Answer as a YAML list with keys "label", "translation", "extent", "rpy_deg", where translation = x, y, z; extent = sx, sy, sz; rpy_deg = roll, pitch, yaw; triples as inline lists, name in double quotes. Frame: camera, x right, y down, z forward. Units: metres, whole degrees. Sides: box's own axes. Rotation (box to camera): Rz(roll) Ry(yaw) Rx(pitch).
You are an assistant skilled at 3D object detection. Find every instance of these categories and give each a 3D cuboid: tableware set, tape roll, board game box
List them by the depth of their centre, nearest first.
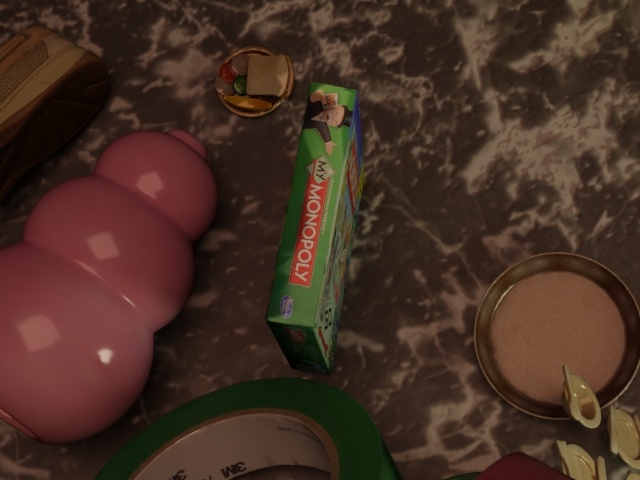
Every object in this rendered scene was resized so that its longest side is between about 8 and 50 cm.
- label: "tape roll"
  translation: [-0.080, 0.265, 1.576]
  extent: [0.321, 0.077, 0.321]
  rpy_deg: [-17, 34, 12]
- label: "board game box"
  translation: [0.000, 0.000, 1.601]
  extent: [0.046, 0.317, 0.214]
  rpy_deg: [10, 80, 5]
- label: "tableware set"
  translation: [0.273, 0.202, 1.619]
  extent: [0.020, 0.168, 0.141]
  rpy_deg: [-33, 44, 32]

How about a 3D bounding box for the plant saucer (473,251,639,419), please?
- label: "plant saucer"
  translation: [0.237, 0.096, 1.710]
  extent: [0.168, 0.029, 0.168]
  rpy_deg: [-1, 79, 4]

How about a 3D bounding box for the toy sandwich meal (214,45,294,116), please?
- label: "toy sandwich meal"
  translation: [-0.069, -0.168, 1.789]
  extent: [0.085, 0.029, 0.086]
  rpy_deg: [-1, 78, 5]

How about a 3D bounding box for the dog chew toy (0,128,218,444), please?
- label: "dog chew toy"
  translation: [-0.220, 0.032, 1.682]
  extent: [0.206, 0.206, 0.332]
  rpy_deg: [30, 74, 10]

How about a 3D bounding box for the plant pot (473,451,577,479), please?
- label: "plant pot"
  translation: [0.197, 0.283, 1.447]
  extent: [0.180, 0.201, 0.201]
  rpy_deg: [39, 84, 26]

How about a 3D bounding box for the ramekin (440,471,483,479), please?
- label: "ramekin"
  translation: [0.164, 0.363, 1.599]
  extent: [0.303, 0.148, 0.303]
  rpy_deg: [-1, 78, 5]

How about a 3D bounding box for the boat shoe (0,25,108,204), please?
- label: "boat shoe"
  translation: [-0.368, -0.092, 1.737]
  extent: [0.110, 0.122, 0.341]
  rpy_deg: [35, 59, 23]
